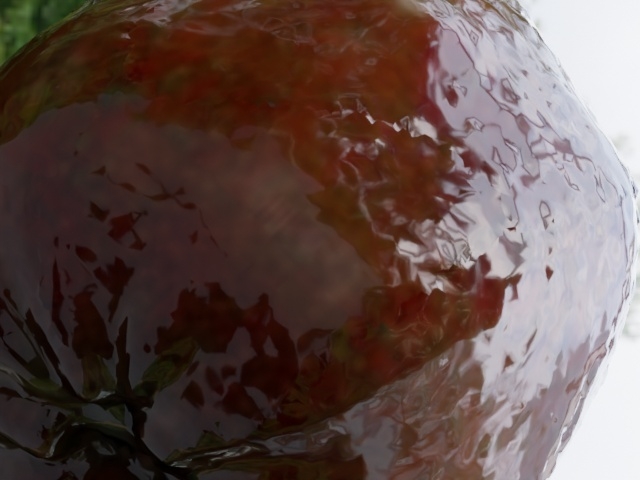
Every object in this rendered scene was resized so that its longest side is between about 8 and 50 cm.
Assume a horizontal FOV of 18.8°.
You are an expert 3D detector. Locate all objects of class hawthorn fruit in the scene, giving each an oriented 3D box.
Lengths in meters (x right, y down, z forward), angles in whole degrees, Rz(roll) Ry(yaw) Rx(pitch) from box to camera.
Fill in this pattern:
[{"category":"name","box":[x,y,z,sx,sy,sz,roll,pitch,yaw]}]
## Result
[{"category":"hawthorn fruit","box":[0.000,0.000,0.735,0.254,0.300,0.254,16,-56,26]}]
